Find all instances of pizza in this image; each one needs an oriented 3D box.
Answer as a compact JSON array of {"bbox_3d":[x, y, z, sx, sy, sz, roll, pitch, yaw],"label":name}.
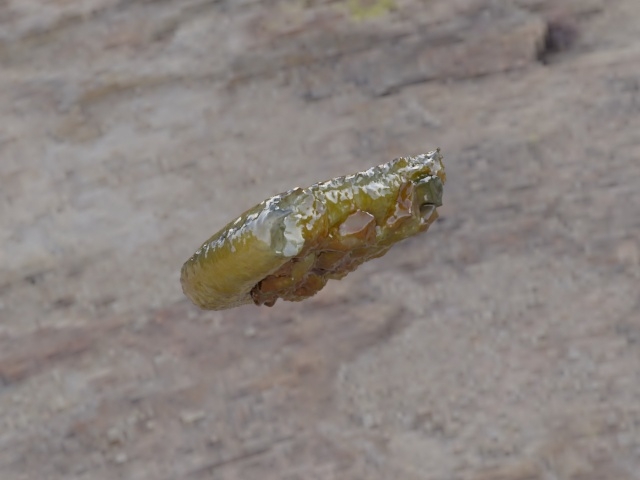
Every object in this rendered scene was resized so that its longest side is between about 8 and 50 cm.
[{"bbox_3d":[0.000,0.000,1.170,0.197,0.058,0.292,-24,-5,-7],"label":"pizza"}]
